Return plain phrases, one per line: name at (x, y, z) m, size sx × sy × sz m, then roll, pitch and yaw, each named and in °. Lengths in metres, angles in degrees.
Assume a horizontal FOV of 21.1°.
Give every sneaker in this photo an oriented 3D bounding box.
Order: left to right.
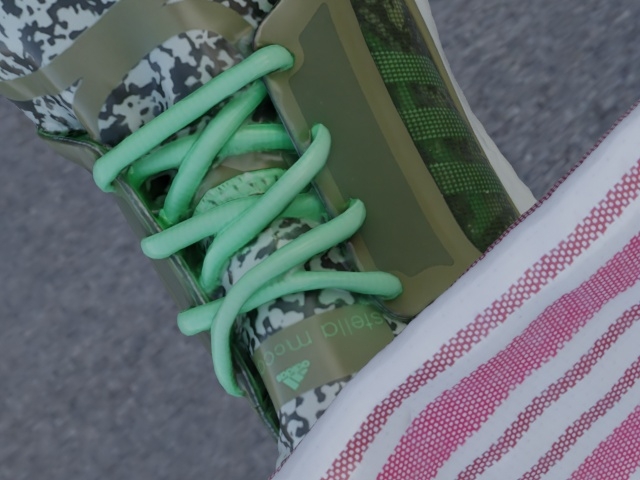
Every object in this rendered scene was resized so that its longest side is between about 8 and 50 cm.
sneaker at (0.000, 0.000, 0.602) m, size 0.158 × 0.182 × 0.410 m, roll -37°, pitch 112°, yaw 18°

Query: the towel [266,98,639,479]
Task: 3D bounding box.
towel at (0.089, 0.060, 0.426) m, size 0.144 × 0.197 × 0.029 m, roll -47°, pitch 40°, yaw 1°
